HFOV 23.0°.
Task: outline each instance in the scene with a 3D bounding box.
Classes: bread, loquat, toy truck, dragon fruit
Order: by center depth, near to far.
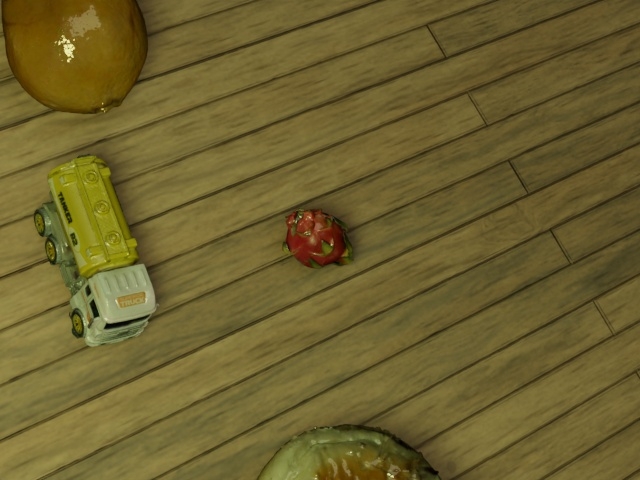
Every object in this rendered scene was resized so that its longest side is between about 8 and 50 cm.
[{"bbox_3d":[0.035,0.381,1.949,0.306,0.159,0.305,10,63,-20],"label":"bread"},{"bbox_3d":[-0.283,0.012,1.986,0.098,0.114,0.227,-12,73,-32],"label":"toy truck"},{"bbox_3d":[-0.328,-0.276,2.075,0.187,0.176,0.234,-6,72,-48],"label":"loquat"},{"bbox_3d":[0.000,0.000,2.167,0.116,0.086,0.081,35,74,-54],"label":"dragon fruit"}]
